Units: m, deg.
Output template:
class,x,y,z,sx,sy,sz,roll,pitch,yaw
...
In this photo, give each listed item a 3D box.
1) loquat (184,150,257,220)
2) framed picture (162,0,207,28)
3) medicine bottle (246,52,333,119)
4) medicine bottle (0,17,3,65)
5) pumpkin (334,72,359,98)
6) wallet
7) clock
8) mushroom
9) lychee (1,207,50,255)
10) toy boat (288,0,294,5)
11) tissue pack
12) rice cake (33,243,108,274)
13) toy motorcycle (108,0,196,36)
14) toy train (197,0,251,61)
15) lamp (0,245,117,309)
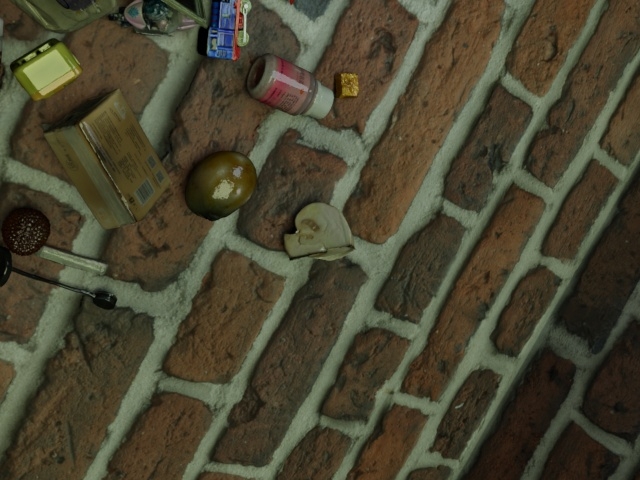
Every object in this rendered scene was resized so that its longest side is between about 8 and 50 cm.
class,x,y,z,sx,sy,sz,roll,pitch,yaw
loquat,-0.296,-0.163,1.912,0.227,0.179,0.179,-41,124,-13
framed picture,-0.412,-0.663,1.618,0.296,0.232,0.019,25,123,-35
medicine bottle,-0.087,-0.449,1.929,0.247,0.147,0.147,16,101,-33
medicine bottle,-0.856,-0.404,1.452,0.252,0.252,0.241,5,108,-30
pumpkin,0.083,-0.490,2.061,0.074,0.054,0.083,-5,90,-31
wallet,-0.636,-0.607,1.499,0.275,0.335,0.068,43,46,-41
clock,-0.670,-0.418,1.580,0.143,0.202,0.096,-39,123,-9
mushroom,0.002,-0.024,2.174,0.236,0.173,0.162,-11,165,14
lychee,-0.784,-0.020,1.728,0.123,0.129,0.123,-14,152,-8
toy boat,-0.184,-0.766,1.777,0.219,0.072,0.318,-52,132,-29
tissue pack,-0.587,-0.209,1.733,0.238,0.238,0.306,-32,122,-14
rice cake,-0.710,0.054,1.850,0.206,0.036,0.047,20,87,-33
toy motorcycle,-0.405,-0.576,1.664,0.239,0.204,0.108,-24,109,-23
toy train,-0.265,-0.607,1.802,0.131,0.082,0.204,-1,110,-27
lamp,-0.757,0.144,1.820,0.130,0.109,0.371,-21,137,31
